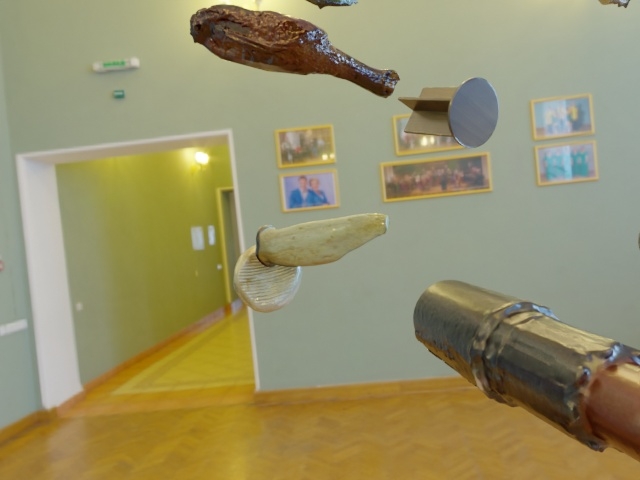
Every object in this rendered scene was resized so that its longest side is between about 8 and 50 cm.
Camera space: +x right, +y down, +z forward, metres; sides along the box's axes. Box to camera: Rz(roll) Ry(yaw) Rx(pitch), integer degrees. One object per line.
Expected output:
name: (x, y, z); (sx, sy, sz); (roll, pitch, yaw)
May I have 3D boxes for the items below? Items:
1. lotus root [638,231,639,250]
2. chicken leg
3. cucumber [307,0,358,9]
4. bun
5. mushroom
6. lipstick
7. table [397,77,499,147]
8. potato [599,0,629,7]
lotus root: (0.904, 0.012, 1.413); (0.316, 0.250, 0.316); (-41, -9, -7)
chicken leg: (-0.047, -0.341, 1.091); (0.406, 0.096, 0.158); (15, -4, -3)
cucumber: (0.009, -0.482, 0.885); (0.134, 0.245, 0.134); (6, 28, -3)
bun: (-0.140, 0.091, 1.532); (0.183, 0.184, 0.102); (-6, -1, -15)
mushroom: (0.000, 0.003, 1.377); (0.332, 0.107, 0.087); (-7, 22, 19)
lipstick: (0.150, 0.085, 0.429); (0.081, 0.081, 0.299); (-6, 7, -11)
table: (0.311, -0.328, 1.514); (0.167, 0.167, 0.226); (-6, 16, -32)
potato: (0.417, -0.405, 0.867); (0.122, 0.086, 0.061); (35, 8, -24)
